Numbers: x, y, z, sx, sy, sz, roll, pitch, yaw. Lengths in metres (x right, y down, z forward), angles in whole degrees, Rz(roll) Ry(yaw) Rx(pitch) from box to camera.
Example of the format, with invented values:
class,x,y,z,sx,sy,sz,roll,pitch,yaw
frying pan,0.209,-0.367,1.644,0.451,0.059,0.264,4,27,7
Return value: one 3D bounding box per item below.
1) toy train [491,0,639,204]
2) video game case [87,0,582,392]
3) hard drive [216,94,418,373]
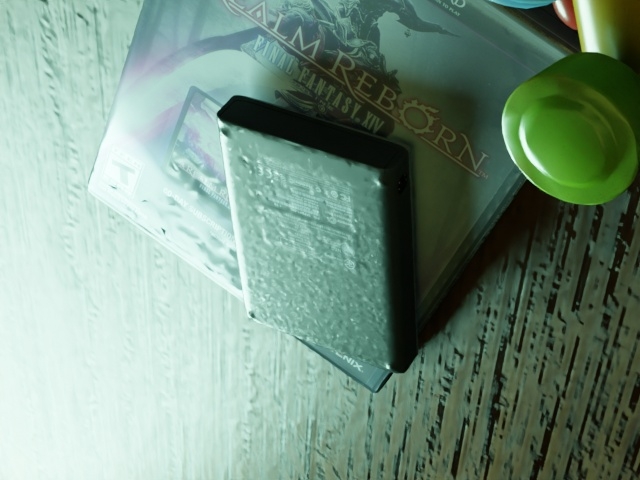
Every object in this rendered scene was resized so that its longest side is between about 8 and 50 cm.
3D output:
class,x,y,z,sx,sy,sz,roll,pitch,yaw
toy train,0.111,-0.061,0.509,0.105,0.143,0.248,9,133,33
video game case,-0.004,-0.053,0.707,0.196,0.026,0.274,35,142,5
hard drive,0.000,0.000,0.717,0.094,0.022,0.135,19,137,24
